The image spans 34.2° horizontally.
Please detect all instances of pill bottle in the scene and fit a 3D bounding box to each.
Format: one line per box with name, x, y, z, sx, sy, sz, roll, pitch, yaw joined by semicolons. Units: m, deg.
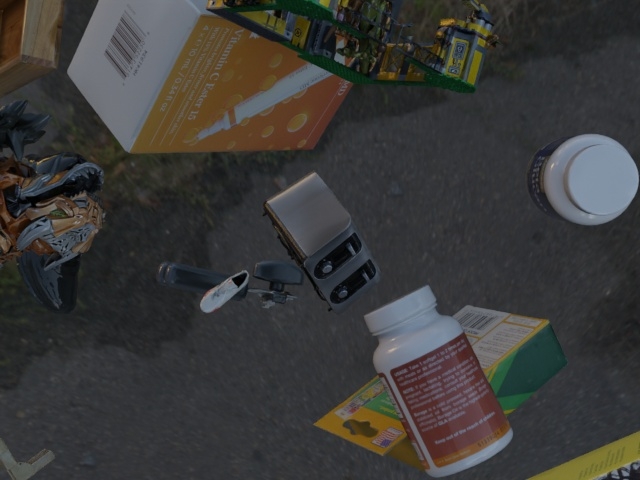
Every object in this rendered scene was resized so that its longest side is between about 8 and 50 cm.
pill bottle;0.140;0.170;1.288;0.121;0.121;0.216;-26;88;-3
pill bottle;0.275;-0.064;1.090;0.094;0.169;0.094;0;93;1

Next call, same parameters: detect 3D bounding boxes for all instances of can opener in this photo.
can opener;-0.165;0.071;1.928;0.280;0.074;0.093;9;85;-31

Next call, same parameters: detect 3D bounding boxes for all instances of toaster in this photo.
toaster;0.000;0.000;1.659;0.110;0.168;0.186;-34;49;-4

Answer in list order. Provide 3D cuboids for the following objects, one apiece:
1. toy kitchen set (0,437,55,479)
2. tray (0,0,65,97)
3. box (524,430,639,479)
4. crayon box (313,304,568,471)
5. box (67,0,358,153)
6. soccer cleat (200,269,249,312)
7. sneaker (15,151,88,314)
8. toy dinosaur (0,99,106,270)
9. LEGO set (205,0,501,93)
toy kitchen set;-0.511;0.357;1.766;0.075;0.068;0.083;-36;101;-30
tray;-0.581;-0.396;1.974;0.076;0.410;0.203;8;84;-32
box;0.095;0.156;0.469;0.232;0.058;0.087;-30;84;21
crayon box;0.174;0.224;1.518;0.323;0.203;0.083;-34;108;-22
box;-0.121;-0.249;1.386;0.168;0.345;0.215;50;124;26
soccer cleat;-0.131;0.068;1.426;0.083;0.035;0.029;-36;83;-29
sneaker;-0.440;-0.018;1.765;0.130;0.109;0.287;-11;83;21
toy dinosaur;-0.327;-0.044;0.855;0.321;0.164;0.219;4;64;0
LEGO set;0.042;-0.298;1.127;0.331;0.255;0.192;17;87;-32
